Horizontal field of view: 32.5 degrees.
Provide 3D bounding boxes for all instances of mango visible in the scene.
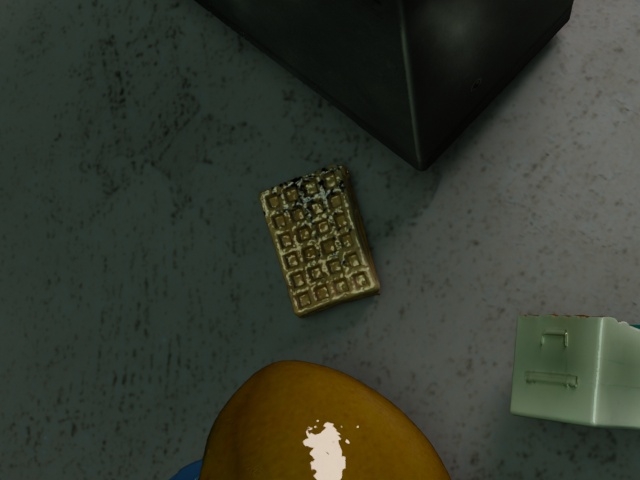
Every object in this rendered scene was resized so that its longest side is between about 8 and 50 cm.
[{"bbox_3d":[0.002,0.331,1.002,0.300,0.232,0.445,0,70,-15],"label":"mango"}]

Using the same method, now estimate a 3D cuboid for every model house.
[{"bbox_3d":[0.270,0.124,1.017,0.127,0.149,0.100,-4,77,61],"label":"model house"}]

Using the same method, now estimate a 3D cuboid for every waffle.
[{"bbox_3d":[-0.001,0.000,1.160,0.102,0.042,0.148,-20,77,14],"label":"waffle"}]

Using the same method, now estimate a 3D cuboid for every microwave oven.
[{"bbox_3d":[0.000,-0.331,1.017,0.432,0.374,0.236,39,79,21],"label":"microwave oven"}]

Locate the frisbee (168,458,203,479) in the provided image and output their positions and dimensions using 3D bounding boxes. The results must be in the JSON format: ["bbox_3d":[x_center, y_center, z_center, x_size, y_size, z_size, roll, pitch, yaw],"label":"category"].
[{"bbox_3d":[-0.099,0.348,1.147,0.242,0.045,0.242,-2,83,16],"label":"frisbee"}]
